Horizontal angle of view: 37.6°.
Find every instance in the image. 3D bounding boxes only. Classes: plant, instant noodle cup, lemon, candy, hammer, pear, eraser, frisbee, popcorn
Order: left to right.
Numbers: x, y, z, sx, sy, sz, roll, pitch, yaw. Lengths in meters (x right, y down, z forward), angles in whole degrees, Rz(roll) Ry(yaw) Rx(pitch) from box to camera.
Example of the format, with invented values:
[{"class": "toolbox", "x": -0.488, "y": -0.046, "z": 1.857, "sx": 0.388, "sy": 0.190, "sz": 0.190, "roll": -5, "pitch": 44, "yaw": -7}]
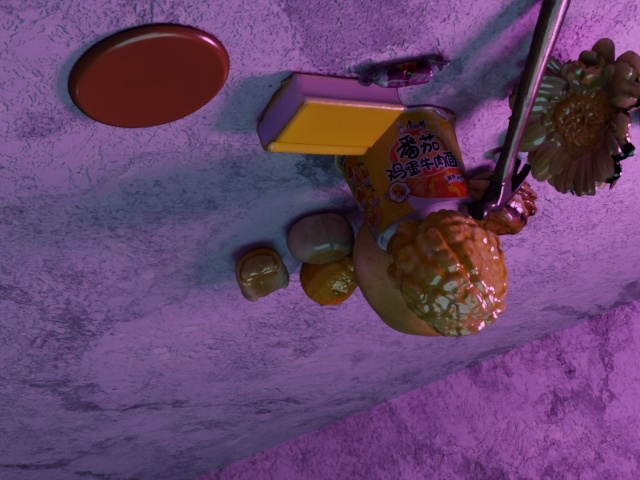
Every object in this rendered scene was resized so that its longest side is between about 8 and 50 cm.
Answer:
[{"class": "frisbee", "x": -0.261, "y": -0.246, "z": 1.448, "sx": 0.251, "sy": 0.021, "sz": 0.251, "roll": -15, "pitch": 155, "yaw": -7}, {"class": "eraser", "x": 0.015, "y": -0.217, "z": 1.649, "sx": 0.226, "sy": 0.069, "sz": 0.158, "roll": 0, "pitch": 152, "yaw": -34}, {"class": "lemon", "x": 0.027, "y": 0.077, "z": 2.221, "sx": 0.142, "sy": 0.142, "sz": 0.187, "roll": 3, "pitch": 146, "yaw": -40}, {"class": "candy", "x": 0.147, "y": -0.287, "z": 1.626, "sx": 0.175, "sy": 0.045, "sz": 0.043, "roll": -11, "pitch": 122, "yaw": -12}, {"class": "instant noodle cup", "x": 0.173, "y": -0.109, "z": 1.841, "sx": 0.264, "sy": 0.200, "sz": 0.264, "roll": -14, "pitch": 158, "yaw": -6}, {"class": "pear", "x": 0.218, "y": 0.057, "z": 2.057, "sx": 0.309, "sy": 0.309, "sz": 0.309, "roll": -15, "pitch": 157, "yaw": -7}, {"class": "popcorn", "x": 0.250, "y": 0.068, "z": 1.750, "sx": 0.174, "sy": 0.225, "sz": 0.286, "roll": -26, "pitch": 155, "yaw": 31}, {"class": "hammer", "x": 0.363, "y": -0.239, "z": 1.669, "sx": 0.168, "sy": 0.044, "sz": 0.440, "roll": -35, "pitch": 146, "yaw": -41}, {"class": "plant", "x": 0.514, "y": -0.215, "z": 1.778, "sx": 0.297, "sy": 0.261, "sz": 0.306, "roll": 5, "pitch": 159, "yaw": -43}]

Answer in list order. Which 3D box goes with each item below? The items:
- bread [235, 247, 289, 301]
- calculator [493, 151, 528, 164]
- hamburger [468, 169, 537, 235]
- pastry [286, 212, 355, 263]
[{"class": "bread", "x": -0.136, "y": 0.074, "z": 2.166, "sx": 0.119, "sy": 0.084, "sz": 0.177, "roll": -18, "pitch": 156, "yaw": -3}, {"class": "calculator", "x": 0.508, "y": -0.231, "z": 2.009, "sx": 0.295, "sy": 0.042, "sz": 0.184, "roll": -31, "pitch": 154, "yaw": 25}, {"class": "hamburger", "x": 0.381, "y": -0.071, "z": 2.135, "sx": 0.206, "sy": 0.130, "sz": 0.183, "roll": -18, "pitch": 141, "yaw": 30}, {"class": "pastry", "x": 0.000, "y": 0.000, "z": 2.098, "sx": 0.156, "sy": 0.092, "sz": 0.156, "roll": -9, "pitch": 158, "yaw": -4}]
